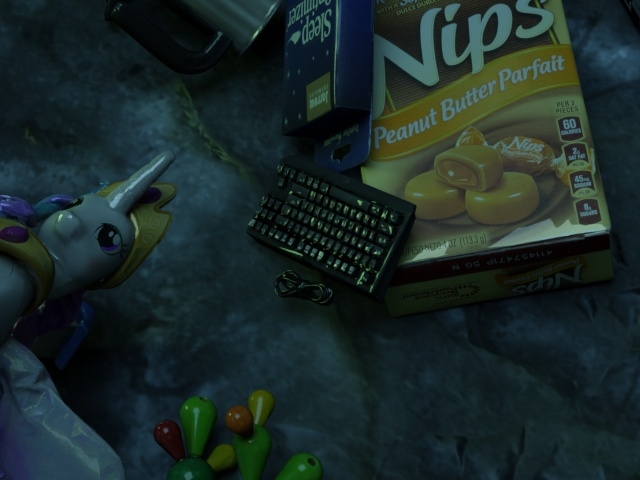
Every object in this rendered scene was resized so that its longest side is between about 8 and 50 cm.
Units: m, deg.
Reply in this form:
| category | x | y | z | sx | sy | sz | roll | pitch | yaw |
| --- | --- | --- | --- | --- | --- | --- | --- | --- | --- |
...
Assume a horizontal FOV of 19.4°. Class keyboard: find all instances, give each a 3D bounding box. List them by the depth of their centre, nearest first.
| category | x | y | z | sx | sy | sz | roll | pitch | yaw |
| --- | --- | --- | --- | --- | --- | --- | --- | --- | --- |
| keyboard | 0.000 | 0.000 | 1.452 | 0.180 | 0.023 | 0.108 | 25 | 95 | 53 |

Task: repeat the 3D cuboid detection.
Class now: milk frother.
| category | x | y | z | sx | sy | sz | roll | pitch | yaw |
| --- | --- | --- | --- | --- | --- | --- | --- | --- | --- |
| milk frother | -0.116 | -0.216 | 1.619 | 0.135 | 0.143 | 0.129 | 37 | 95 | -11 |

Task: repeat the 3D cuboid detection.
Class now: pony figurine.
| category | x | y | z | sx | sy | sz | roll | pitch | yaw |
| --- | --- | --- | --- | --- | --- | --- | --- | --- | --- |
| pony figurine | -0.261 | 0.093 | 1.294 | 0.303 | 0.363 | 0.351 | 38 | 114 | 19 |

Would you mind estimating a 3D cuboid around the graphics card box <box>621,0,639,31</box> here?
| category | x | y | z | sx | sy | sz | roll | pitch | yaw |
| --- | --- | --- | --- | --- | --- | --- | --- | --- | --- |
| graphics card box | 0.414 | -0.131 | 1.481 | 0.233 | 0.094 | 0.371 | -21 | 58 | -3 |

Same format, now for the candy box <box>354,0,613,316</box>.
| category | x | y | z | sx | sy | sz | roll | pitch | yaw |
| --- | --- | --- | --- | --- | --- | --- | --- | --- | --- |
| candy box | 0.119 | -0.106 | 1.514 | 0.183 | 0.087 | 0.316 | -10 | 60 | 4 |

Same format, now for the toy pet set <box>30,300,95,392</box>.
| category | x | y | z | sx | sy | sz | roll | pitch | yaw |
| --- | --- | --- | --- | --- | --- | --- | --- | --- | --- |
| toy pet set | -0.236 | 0.089 | 1.488 | 0.122 | 0.065 | 0.114 | 47 | 111 | 31 |

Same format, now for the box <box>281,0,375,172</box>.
| category | x | y | z | sx | sy | sz | roll | pitch | yaw |
| --- | --- | --- | --- | --- | --- | --- | --- | --- | --- |
| box | 0.007 | -0.167 | 1.501 | 0.036 | 0.136 | 0.225 | 3 | 82 | -19 |

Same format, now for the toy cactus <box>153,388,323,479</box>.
| category | x | y | z | sx | sy | sz | roll | pitch | yaw |
| --- | --- | --- | --- | --- | --- | --- | --- | --- | --- |
| toy cactus | -0.073 | 0.216 | 1.360 | 0.180 | 0.112 | 0.219 | -35 | 69 | -1 |
